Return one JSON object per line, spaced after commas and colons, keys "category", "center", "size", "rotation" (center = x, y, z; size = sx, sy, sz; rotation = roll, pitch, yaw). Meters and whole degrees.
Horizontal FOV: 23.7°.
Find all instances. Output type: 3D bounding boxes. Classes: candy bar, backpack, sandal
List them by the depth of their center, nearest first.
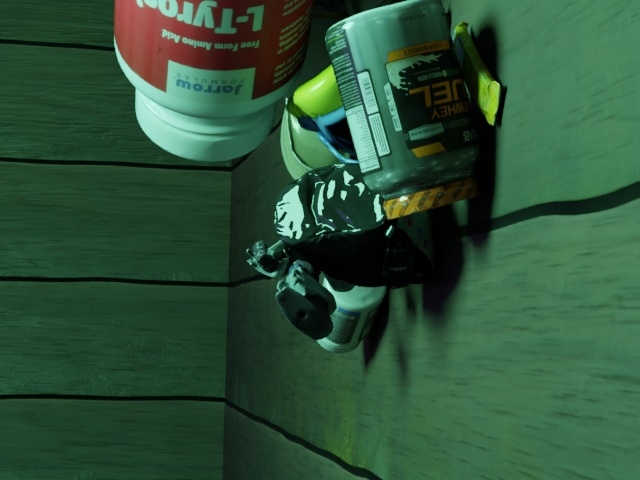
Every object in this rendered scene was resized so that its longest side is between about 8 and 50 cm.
{"category": "candy bar", "center": [0.145, -0.160, 1.433], "size": [0.161, 0.018, 0.040], "rotation": [-103, 16, -59]}
{"category": "backpack", "center": [0.052, -0.015, 1.571], "size": [0.182, 0.152, 0.115], "rotation": [31, -119, -57]}
{"category": "sandal", "center": [0.040, -0.145, 1.807], "size": [0.138, 0.126, 0.317], "rotation": [52, -173, -5]}

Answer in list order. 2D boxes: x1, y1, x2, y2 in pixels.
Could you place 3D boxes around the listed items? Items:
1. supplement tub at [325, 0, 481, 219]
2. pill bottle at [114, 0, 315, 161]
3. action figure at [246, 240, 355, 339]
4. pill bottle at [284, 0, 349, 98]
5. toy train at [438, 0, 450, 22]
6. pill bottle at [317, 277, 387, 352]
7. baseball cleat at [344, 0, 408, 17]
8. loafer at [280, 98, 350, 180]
{"category": "supplement tub", "center": [0.082, -0.122, 1.429], "size": [0.117, 0.117, 0.190], "rotation": [172, 82, -81]}
{"category": "pill bottle", "center": [-0.118, -0.288, 1.724], "size": [0.408, 0.229, 0.229], "rotation": [100, 168, -49]}
{"category": "action figure", "center": [0.000, 0.000, 1.788], "size": [0.185, 0.099, 0.285], "rotation": [-45, 14, 14]}
{"category": "pill bottle", "center": [-0.014, -0.332, 2.041], "size": [0.152, 0.152, 0.272], "rotation": [105, 164, -53]}
{"category": "toy train", "center": [0.111, -0.170, 1.589], "size": [0.027, 0.036, 0.158], "rotation": [-139, 52, -78]}
{"category": "pill bottle", "center": [0.033, 0.082, 1.892], "size": [0.137, 0.078, 0.078], "rotation": [108, 162, -58]}
{"category": "baseball cleat", "center": [0.079, -0.338, 1.789], "size": [0.109, 0.072, 0.206], "rotation": [-126, 34, -50]}
{"category": "loafer", "center": [-0.004, -0.199, 2.112], "size": [0.092, 0.102, 0.268], "rotation": [98, 172, -66]}
